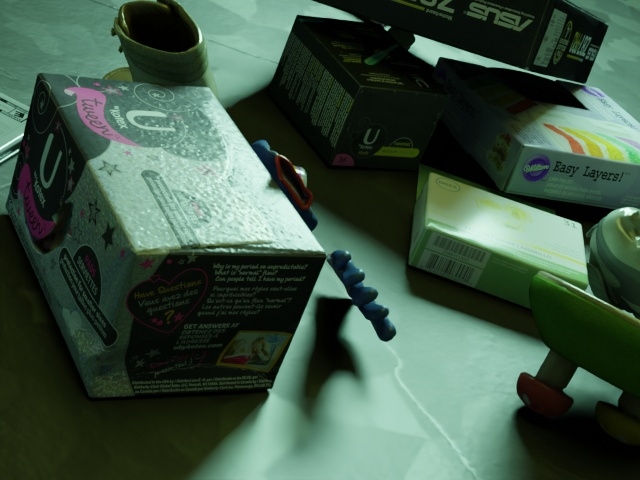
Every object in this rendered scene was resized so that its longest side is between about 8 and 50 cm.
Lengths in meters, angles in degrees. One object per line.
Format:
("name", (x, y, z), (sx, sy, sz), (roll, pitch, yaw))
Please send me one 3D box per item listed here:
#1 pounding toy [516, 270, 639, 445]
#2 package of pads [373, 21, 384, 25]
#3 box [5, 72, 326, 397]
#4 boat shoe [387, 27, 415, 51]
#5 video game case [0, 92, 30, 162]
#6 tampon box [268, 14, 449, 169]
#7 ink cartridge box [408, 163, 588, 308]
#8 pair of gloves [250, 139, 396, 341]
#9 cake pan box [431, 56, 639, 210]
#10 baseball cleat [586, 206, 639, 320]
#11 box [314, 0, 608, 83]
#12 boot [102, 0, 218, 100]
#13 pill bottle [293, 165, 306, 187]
("pounding toy", (0.253, 0.120, 1.127), (0.183, 0.110, 0.237), (30, 2, 29))
("package of pads", (0.068, -0.329, 1.791), (0.083, 0.032, 0.050), (31, 29, 17))
("box", (-0.133, -0.011, 1.022), (0.163, 0.142, 0.247), (1, 35, -32))
("boat shoe", (0.074, -0.241, 1.644), (0.049, 0.042, 0.133), (50, 35, 8))
("video game case", (-0.381, -0.117, 1.157), (0.212, 0.023, 0.193), (27, 30, 8))
("tampon box", (0.039, -0.162, 1.425), (0.121, 0.101, 0.161), (1, 36, -33))
("ink cartridge box", (0.182, -0.022, 1.339), (0.171, 0.056, 0.235), (19, 31, -4))
("pair of gloves", (0.000, 0.000, 1.089), (0.198, 0.023, 0.159), (57, -4, -5))
("cake pan box", (0.279, -0.126, 1.545), (0.246, 0.070, 0.267), (10, 26, -23))
("baseball cleat", (0.334, 0.066, 1.274), (0.072, 0.109, 0.205), (-21, 77, -26))
("box", (0.152, -0.281, 1.526), (0.318, 0.097, 0.395), (23, 13, 16))
("boot", (-0.156, -0.157, 1.208), (0.077, 0.165, 0.213), (-37, 46, -19))
("pill bottle", (-0.058, -0.057, 1.247), (0.083, 0.043, 0.043), (11, 31, -19))
